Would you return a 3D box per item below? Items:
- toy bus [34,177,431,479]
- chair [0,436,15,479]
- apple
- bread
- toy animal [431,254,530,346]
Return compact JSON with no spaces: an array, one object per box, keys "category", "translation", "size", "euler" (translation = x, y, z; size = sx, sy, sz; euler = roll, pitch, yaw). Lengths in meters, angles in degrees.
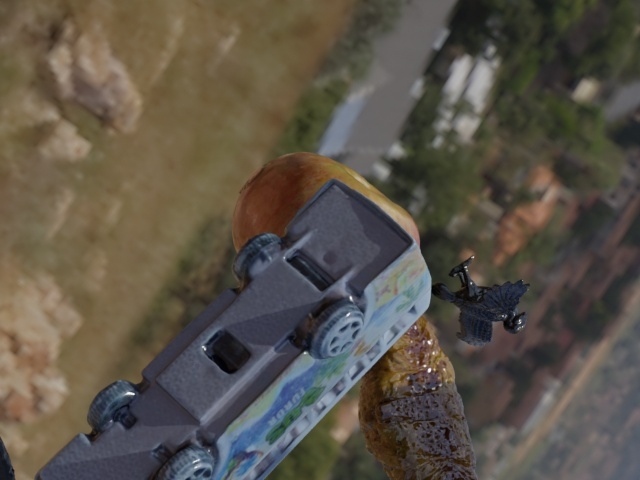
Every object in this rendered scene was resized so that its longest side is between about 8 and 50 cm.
[{"category":"toy bus","translation":[-0.058,0.111,1.313],"size":[0.330,0.109,0.136],"euler":[-45,150,-10]},{"category":"chair","translation":[-0.402,0.241,1.594],"size":[0.145,0.221,0.140],"euler":[-28,108,-48]},{"category":"apple","translation":[0.000,0.000,1.862],"size":[0.164,0.209,0.209],"euler":[-55,166,4]},{"category":"bread","translation":[0.088,0.177,1.647],"size":[0.105,0.233,0.076],"euler":[-8,163,-30]},{"category":"toy animal","translation":[0.183,0.072,1.959],"size":[0.062,0.108,0.220],"euler":[-42,174,-21]}]
